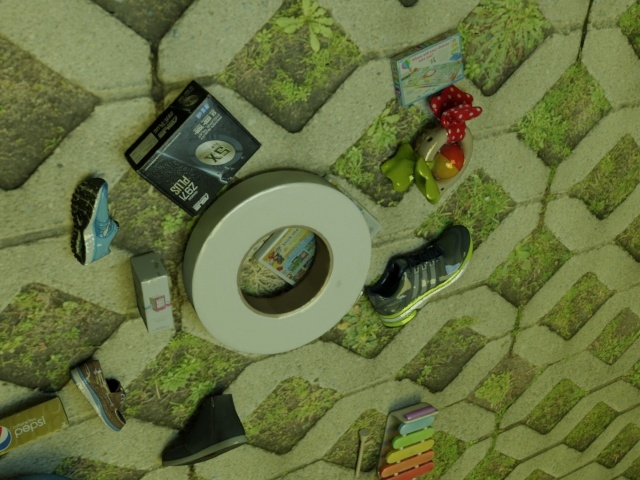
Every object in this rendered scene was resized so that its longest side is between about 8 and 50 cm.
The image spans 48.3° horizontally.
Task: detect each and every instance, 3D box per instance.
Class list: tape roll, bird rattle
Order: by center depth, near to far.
[{"bbox_3d":[-0.079,0.050,1.431,0.391,0.072,0.392,-13,122,-22],"label":"tape roll"},{"bbox_3d":[0.254,-0.196,1.525,0.254,0.143,0.207,-59,144,-5],"label":"bird rattle"}]

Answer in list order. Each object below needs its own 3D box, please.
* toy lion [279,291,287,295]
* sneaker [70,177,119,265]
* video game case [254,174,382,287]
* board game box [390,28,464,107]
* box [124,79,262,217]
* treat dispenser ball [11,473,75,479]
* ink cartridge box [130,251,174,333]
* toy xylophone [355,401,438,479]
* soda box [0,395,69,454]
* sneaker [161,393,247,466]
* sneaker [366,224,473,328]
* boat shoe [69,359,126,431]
[{"bbox_3d":[-0.092,0.165,1.563,0.096,0.034,0.100,-37,133,1],"label":"toy lion"},{"bbox_3d":[-0.383,-0.037,1.230,0.073,0.063,0.162,-17,133,-46],"label":"sneaker"},{"bbox_3d":[0.000,0.000,1.518,0.227,0.026,0.206,-48,133,3],"label":"video game case"},{"bbox_3d":[0.216,-0.345,1.434,0.154,0.026,0.104,-28,131,-16],"label":"board game box"},{"bbox_3d":[-0.219,-0.156,1.235,0.180,0.077,0.147,-46,134,1],"label":"box"},{"bbox_3d":[-0.548,0.599,1.369,0.288,0.288,0.288,-17,127,-24],"label":"treat dispenser ball"},{"bbox_3d":[-0.314,0.096,1.329,0.052,0.088,0.123,-13,125,-23],"label":"ink cartridge box"},{"bbox_3d":[0.216,0.591,2.009,0.236,0.081,0.323,-18,127,-23],"label":"toy xylophone"},{"bbox_3d":[-0.569,0.354,1.335,0.181,0.058,0.061,-21,87,-22],"label":"soda box"},{"bbox_3d":[-0.267,0.427,1.596,0.222,0.118,0.083,-25,157,19],"label":"sneaker"},{"bbox_3d":[0.233,0.071,1.666,0.300,0.111,0.121,-46,129,-2],"label":"sneaker"},{"bbox_3d":[-0.421,0.308,1.413,0.066,0.066,0.183,-32,131,-14],"label":"boat shoe"}]
